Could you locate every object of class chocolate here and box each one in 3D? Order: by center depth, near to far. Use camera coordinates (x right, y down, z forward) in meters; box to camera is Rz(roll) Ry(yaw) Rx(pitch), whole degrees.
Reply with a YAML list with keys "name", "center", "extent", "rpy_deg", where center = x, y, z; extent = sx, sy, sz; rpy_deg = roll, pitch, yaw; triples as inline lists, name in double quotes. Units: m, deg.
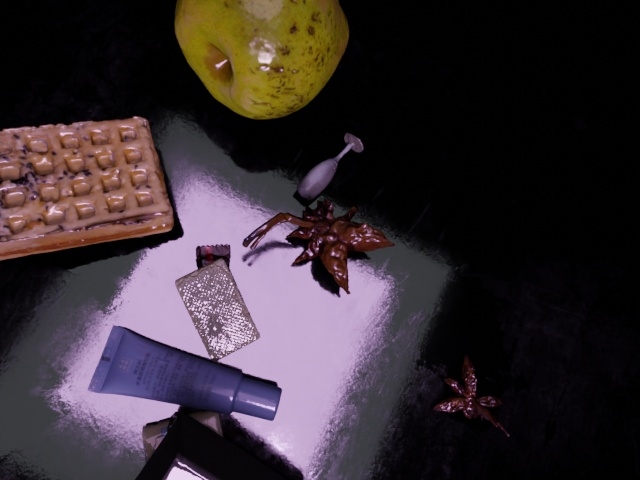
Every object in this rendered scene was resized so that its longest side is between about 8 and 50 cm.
- name: "chocolate"
  center: [-0.239, 0.098, 0.958]
  extent: [0.085, 0.028, 0.183]
  rpy_deg: [-3, 78, -13]

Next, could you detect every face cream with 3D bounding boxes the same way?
- name: "face cream"
  center: [-0.274, 0.295, 0.882]
  extent: [0.384, 0.086, 0.136]
  rpy_deg: [16, 72, -2]

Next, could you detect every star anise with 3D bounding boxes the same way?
- name: "star anise"
  center: [0.357, 0.365, 0.962]
  extent: [0.158, 0.144, 0.140]
  rpy_deg: [-42, 80, -16]
- name: "star anise"
  center: [-0.006, 0.003, 0.966]
  extent: [0.346, 0.148, 0.238]
  rpy_deg: [4, 74, -20]

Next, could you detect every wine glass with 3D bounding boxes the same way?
- name: "wine glass"
  center: [0.023, -0.182, 1.056]
  extent: [0.066, 0.066, 0.198]
  rpy_deg: [42, 73, 0]

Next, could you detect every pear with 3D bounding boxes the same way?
- name: "pear"
  center: [-0.117, -0.481, 0.948]
  extent: [0.390, 0.391, 0.392]
  rpy_deg: [2, 77, -11]

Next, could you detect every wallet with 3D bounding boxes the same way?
- name: "wallet"
  center: [-0.281, 0.421, 0.871]
  extent: [0.154, 0.039, 0.111]
  rpy_deg: [-11, 79, -13]

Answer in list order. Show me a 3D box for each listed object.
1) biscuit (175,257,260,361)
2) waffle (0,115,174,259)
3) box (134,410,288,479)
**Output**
- name: "biscuit"
  center: [-0.225, 0.151, 0.922]
  extent: [0.121, 0.040, 0.200]
  rpy_deg: [-26, 96, -12]
- name: "waffle"
  center: [-0.522, -0.117, 0.871]
  extent: [0.375, 0.114, 0.261]
  rpy_deg: [-12, 79, -24]
- name: "box"
  center: [-0.176, 0.507, 0.738]
  extent: [0.345, 0.251, 0.205]
  rpy_deg: [39, 74, -11]
